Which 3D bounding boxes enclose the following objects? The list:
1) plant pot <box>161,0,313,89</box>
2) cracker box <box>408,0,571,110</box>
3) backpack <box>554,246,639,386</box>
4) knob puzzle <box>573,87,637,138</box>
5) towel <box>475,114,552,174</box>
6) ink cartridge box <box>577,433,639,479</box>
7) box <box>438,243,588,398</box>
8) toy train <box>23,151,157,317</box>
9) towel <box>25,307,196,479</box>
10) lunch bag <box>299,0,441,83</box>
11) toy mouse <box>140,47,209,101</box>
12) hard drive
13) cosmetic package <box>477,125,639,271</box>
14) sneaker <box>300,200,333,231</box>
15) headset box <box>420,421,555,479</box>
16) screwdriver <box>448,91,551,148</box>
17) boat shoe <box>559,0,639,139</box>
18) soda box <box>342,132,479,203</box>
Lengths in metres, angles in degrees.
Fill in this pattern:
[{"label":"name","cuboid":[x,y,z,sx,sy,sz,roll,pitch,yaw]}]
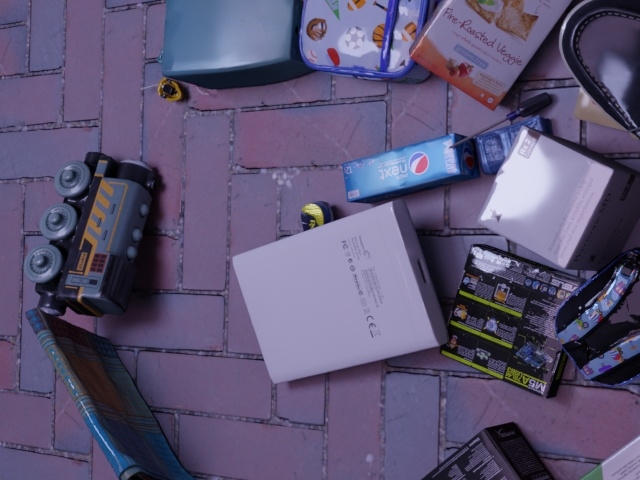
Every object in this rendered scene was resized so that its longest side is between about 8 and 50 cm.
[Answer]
[{"label":"plant pot","cuboid":[-0.126,-0.352,1.893,0.234,0.166,0.165,4,90,26]},{"label":"cracker box","cuboid":[0.258,-0.333,1.634,0.156,0.067,0.232,31,109,-8]},{"label":"backpack","cuboid":[0.421,0.110,1.513,0.173,0.117,0.158,-42,77,26]},{"label":"knob puzzle","cuboid":[0.472,-0.237,1.552,0.213,0.030,0.213,3,95,31]},{"label":"towel","cuboid":[0.295,-0.143,1.670,0.119,0.029,0.067,-16,80,32]},{"label":"ink cartridge box","cuboid":[0.476,0.408,1.470,0.201,0.117,0.278,-45,65,25]},{"label":"box","cuboid":[0.290,0.119,1.655,0.191,0.045,0.184,20,102,32]},{"label":"toy train","cuboid":[-0.419,-0.010,2.052,0.190,0.142,0.334,7,68,17]},{"label":"towel","cuboid":[-0.370,0.290,1.967,0.040,0.271,0.370,-38,65,4]},{"label":"lunch bag","cuboid":[0.098,-0.408,1.768,0.243,0.115,0.303,12,96,32]},{"label":"toy mouse","cuboid":[-0.252,-0.325,2.047,0.161,0.031,0.143,25,102,32]},{"label":"hard drive","cuboid":[0.024,0.091,1.786,0.353,0.047,0.233,-19,89,39]},{"label":"cosmetic package","cuboid":[0.346,-0.055,1.538,0.151,0.184,0.151,31,106,31]},{"label":"sneaker","cuboid":[0.000,0.000,1.854,0.053,0.059,0.144,11,114,20]},{"label":"headset box","cuboid":[0.270,0.450,1.612,0.218,0.110,0.293,-46,65,24]},{"label":"screwdriver","cuboid":[0.269,-0.179,1.658,0.170,0.025,0.024,-25,110,9]},{"label":"boat shoe","cuboid":[0.509,-0.161,1.430,0.500,0.156,0.187,46,115,22]},{"label":"soda box","cuboid":[0.142,-0.112,1.747,0.210,0.071,0.067,-12,82,33]}]
